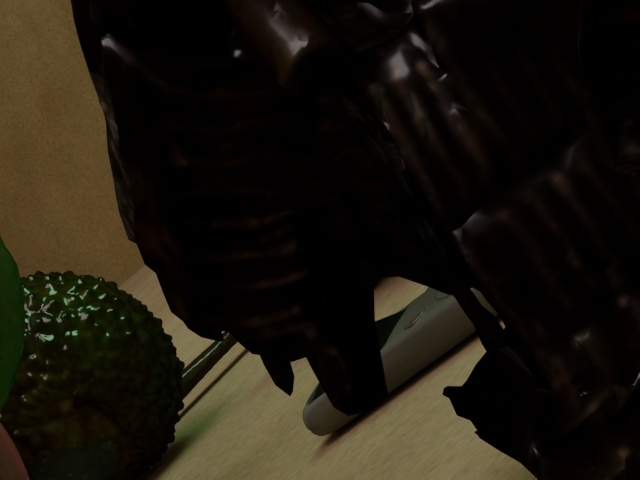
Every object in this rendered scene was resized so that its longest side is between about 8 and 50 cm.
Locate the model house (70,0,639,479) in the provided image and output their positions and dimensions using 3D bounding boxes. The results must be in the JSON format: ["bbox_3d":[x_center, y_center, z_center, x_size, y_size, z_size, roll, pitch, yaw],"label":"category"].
[{"bbox_3d":[0.092,-0.081,0.458,0.317,0.297,0.282,-37,49,-6],"label":"model house"}]

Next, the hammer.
[{"bbox_3d":[-0.111,0.118,1.384,0.297,0.027,0.125,-44,1,-27],"label":"hammer"}]

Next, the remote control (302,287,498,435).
[{"bbox_3d":[0.087,0.005,0.875,0.261,0.029,0.067,-39,6,29],"label":"remote control"}]

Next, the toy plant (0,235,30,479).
[{"bbox_3d":[-0.249,0.181,1.063,0.356,0.210,0.317,-27,48,54],"label":"toy plant"}]

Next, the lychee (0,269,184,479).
[{"bbox_3d":[-0.170,0.091,1.275,0.171,0.171,0.171,-41,5,5],"label":"lychee"}]
